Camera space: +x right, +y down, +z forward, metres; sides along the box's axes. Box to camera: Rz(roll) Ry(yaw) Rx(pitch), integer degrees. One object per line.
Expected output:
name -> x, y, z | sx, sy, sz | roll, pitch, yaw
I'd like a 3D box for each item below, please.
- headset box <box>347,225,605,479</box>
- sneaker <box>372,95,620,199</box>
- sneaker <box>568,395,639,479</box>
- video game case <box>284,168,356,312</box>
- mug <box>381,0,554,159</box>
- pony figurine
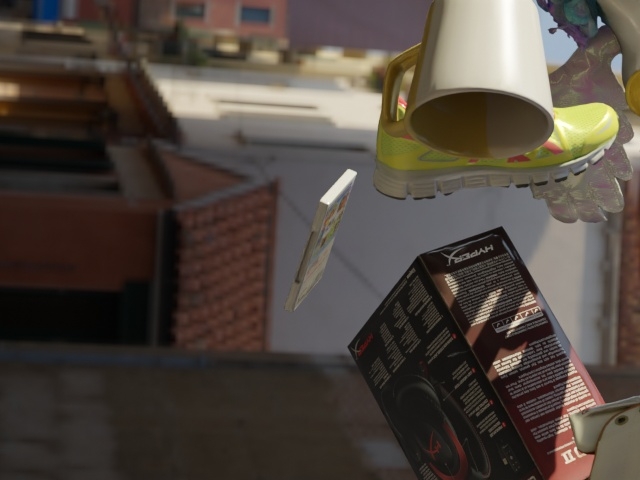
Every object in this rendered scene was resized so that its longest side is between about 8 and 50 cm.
headset box -> 0.168, 0.170, 1.590 | 0.293, 0.110, 0.218 | 61, -29, 18
sneaker -> 0.143, -0.094, 1.310 | 0.081, 0.209, 0.094 | -115, -164, -69
sneaker -> 0.242, 0.122, 1.068 | 0.290, 0.123, 0.106 | -48, 164, -4
video game case -> 0.000, 0.000, 1.525 | 0.087, 0.011, 0.122 | -49, 160, -60
mug -> 0.061, -0.076, 0.683 | 0.062, 0.078, 0.064 | 64, 28, -64
pony figurine -> 0.332, -0.179, 1.583 | 0.363, 0.303, 0.351 | -94, 165, -74
